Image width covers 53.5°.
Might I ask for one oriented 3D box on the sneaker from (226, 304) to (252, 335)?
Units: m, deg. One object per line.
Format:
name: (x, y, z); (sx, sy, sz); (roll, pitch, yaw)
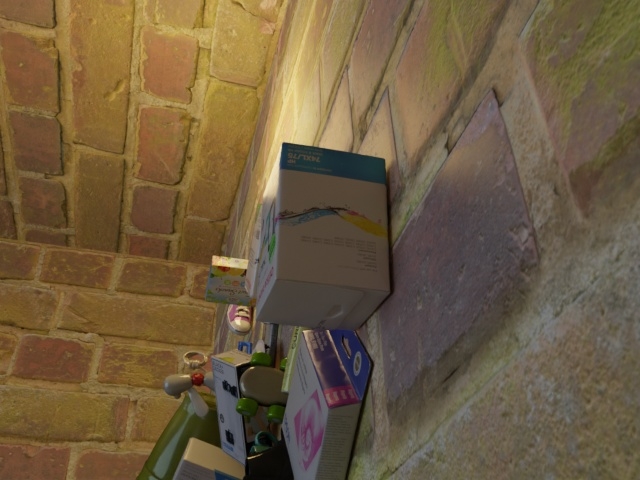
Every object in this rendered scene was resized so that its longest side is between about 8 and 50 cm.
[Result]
sneaker: (-0.312, 0.238, 2.556); (0.282, 0.102, 0.161); (-97, 23, -48)

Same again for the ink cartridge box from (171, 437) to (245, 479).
ink cartridge box: (-0.377, 0.822, 2.025); (0.129, 0.223, 0.307); (-89, 22, -75)

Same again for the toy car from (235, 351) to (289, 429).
toy car: (-0.129, 0.399, 1.614); (0.188, 0.149, 0.155); (95, -172, -54)

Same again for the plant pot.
plant pot: (-0.435, 0.756, 2.311); (0.366, 0.367, 0.352); (-179, 109, -77)

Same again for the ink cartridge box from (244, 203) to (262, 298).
ink cartridge box: (-0.151, 0.032, 1.952); (0.198, 0.115, 0.272); (-149, 68, -76)

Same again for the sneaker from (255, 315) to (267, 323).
sneaker: (-0.155, 0.209, 1.932); (0.161, 0.057, 0.075); (-169, 82, -65)

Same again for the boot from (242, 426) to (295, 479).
boot: (-0.112, 0.482, 1.459); (0.198, 0.137, 0.076); (-114, 34, -68)

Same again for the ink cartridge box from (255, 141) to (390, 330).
ink cartridge box: (0.000, 0.000, 1.144); (0.198, 0.197, 0.270); (119, 155, -58)

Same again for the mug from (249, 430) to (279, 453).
mug: (-0.120, 0.554, 1.535); (0.129, 0.097, 0.157); (170, 108, -77)

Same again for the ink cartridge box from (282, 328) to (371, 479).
ink cartridge box: (-0.001, 0.314, 1.248); (0.324, 0.072, 0.330); (-123, 42, -71)

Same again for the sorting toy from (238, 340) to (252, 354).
sorting toy: (-0.240, 0.502, 2.056); (0.196, 0.047, 0.347); (-23, 67, 41)

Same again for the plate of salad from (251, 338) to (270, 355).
plate of salad: (-0.178, 0.392, 1.878); (0.200, 0.048, 0.199); (-171, 90, -75)

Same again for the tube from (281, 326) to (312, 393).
tube: (-0.048, 0.247, 1.516); (0.070, 0.062, 0.240); (-6, 65, 35)

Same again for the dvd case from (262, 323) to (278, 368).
dvd case: (-0.166, 0.312, 2.050); (0.180, 0.022, 0.253); (140, 136, -70)

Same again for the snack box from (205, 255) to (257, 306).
snack box: (-0.316, 0.155, 2.373); (0.070, 0.207, 0.174); (-102, 25, -56)

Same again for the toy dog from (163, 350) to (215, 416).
toy dog: (-0.362, 0.523, 2.229); (0.220, 0.334, 0.161); (-56, -33, -59)

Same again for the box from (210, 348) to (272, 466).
box: (-0.223, 0.467, 1.792); (0.169, 0.087, 0.289); (4, 101, 56)
